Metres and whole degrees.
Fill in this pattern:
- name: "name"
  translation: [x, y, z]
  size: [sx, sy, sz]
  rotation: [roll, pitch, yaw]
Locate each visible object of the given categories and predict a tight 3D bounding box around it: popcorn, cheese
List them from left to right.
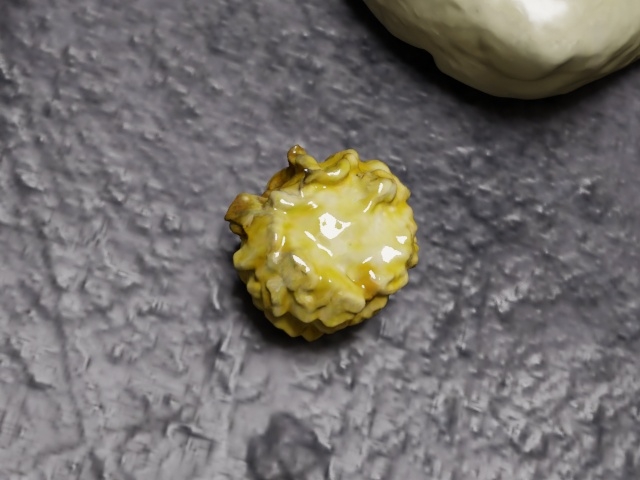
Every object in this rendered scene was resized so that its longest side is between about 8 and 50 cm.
- name: "popcorn"
  translation: [0.000, 0.000, 0.639]
  size: [0.083, 0.057, 0.082]
  rotation: [16, 70, -12]
- name: "cheese"
  translation: [0.133, -0.168, 0.731]
  size: [0.263, 0.093, 0.159]
  rotation: [-32, 77, -25]
